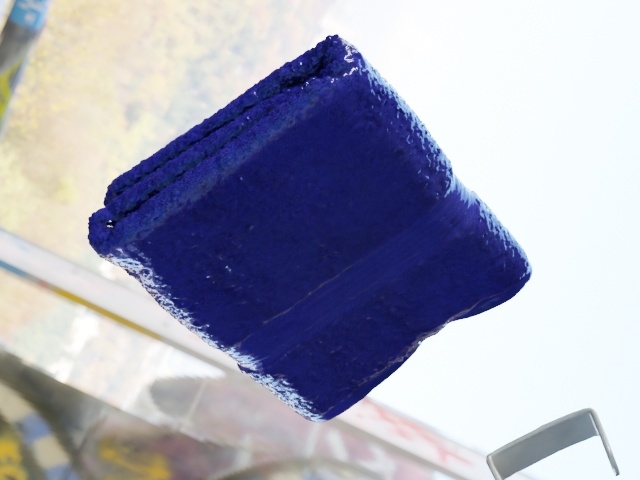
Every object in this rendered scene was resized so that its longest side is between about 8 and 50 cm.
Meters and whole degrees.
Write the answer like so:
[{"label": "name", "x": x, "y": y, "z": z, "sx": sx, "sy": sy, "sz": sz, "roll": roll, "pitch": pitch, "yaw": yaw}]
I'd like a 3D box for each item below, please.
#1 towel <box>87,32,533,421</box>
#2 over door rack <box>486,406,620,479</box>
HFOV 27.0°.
[{"label": "towel", "x": 0.000, "y": 0.000, "z": 0.974, "sx": 0.227, "sy": 0.308, "sz": 0.076, "roll": -36, "pitch": -132, "yaw": 9}, {"label": "over door rack", "x": 0.110, "y": 0.278, "z": 0.570, "sx": 0.324, "sy": 0.108, "sz": 0.240, "roll": -84, "pitch": 156, "yaw": -43}]
